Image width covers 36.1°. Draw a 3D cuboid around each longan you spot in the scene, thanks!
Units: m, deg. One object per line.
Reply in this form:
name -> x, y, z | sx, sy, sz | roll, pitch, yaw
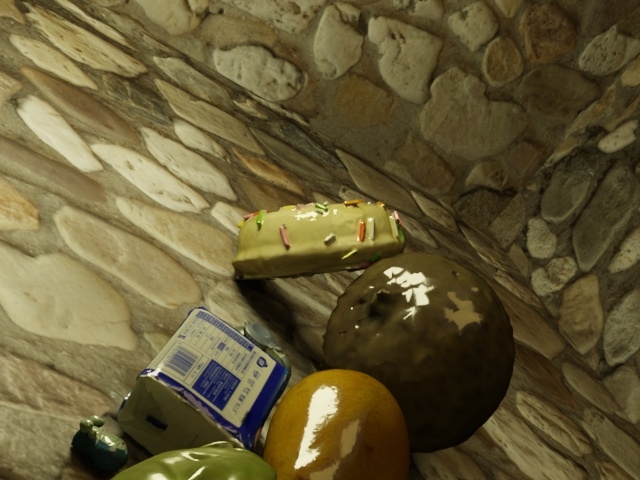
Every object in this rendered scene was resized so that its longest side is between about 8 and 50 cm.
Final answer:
longan -> 0.180, 0.216, 1.899 | 0.391, 0.391, 0.391 | 34, 19, -14

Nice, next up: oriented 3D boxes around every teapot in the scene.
teapot -> -0.126, 0.210, 1.742 | 0.111, 0.108, 0.149 | 22, 25, -37

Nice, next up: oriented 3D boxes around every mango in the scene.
mango -> 0.015, 0.349, 1.476 | 0.221, 0.264, 0.378 | 0, 17, 16

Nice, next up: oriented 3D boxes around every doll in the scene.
doll -> -0.300, 0.281, 1.351 | 0.083, 0.050, 0.076 | 38, 1, 1

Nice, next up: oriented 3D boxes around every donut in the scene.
donut -> -0.008, 0.001, 2.058 | 0.307, 0.370, 0.150 | 26, 58, -86

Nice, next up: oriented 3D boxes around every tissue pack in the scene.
tissue pack -> -0.180, 0.245, 1.534 | 0.209, 0.137, 0.270 | 38, 22, -4

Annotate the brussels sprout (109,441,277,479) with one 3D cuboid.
brussels sprout -> -0.140, 0.396, 0.922 | 0.425, 0.342, 0.361 | 37, 9, 28
